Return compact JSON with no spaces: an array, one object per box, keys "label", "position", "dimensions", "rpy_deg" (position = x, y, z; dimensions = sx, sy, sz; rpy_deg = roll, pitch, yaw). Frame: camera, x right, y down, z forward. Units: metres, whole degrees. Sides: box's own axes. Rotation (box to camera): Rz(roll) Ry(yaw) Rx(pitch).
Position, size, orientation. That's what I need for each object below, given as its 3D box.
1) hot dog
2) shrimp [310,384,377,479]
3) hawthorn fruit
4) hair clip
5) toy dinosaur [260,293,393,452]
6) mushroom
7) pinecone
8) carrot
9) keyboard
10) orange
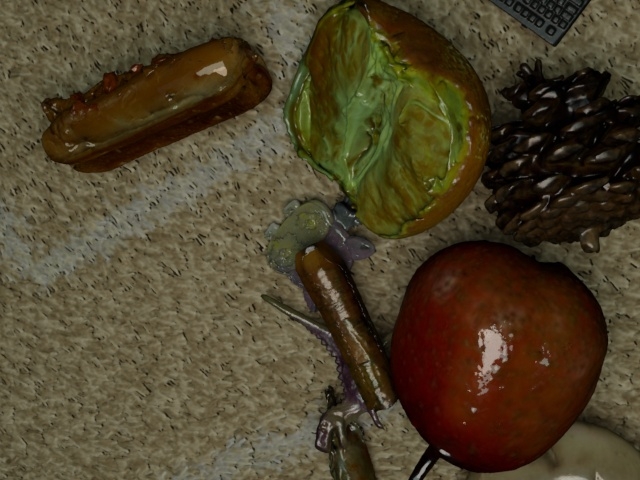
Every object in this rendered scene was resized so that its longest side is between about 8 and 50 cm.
[{"label":"hot dog","position":[-0.240,-0.203,1.226],"dimensions":[0.348,0.158,0.117],"rpy_deg":[-21,79,15]},{"label":"shrimp","position":[0.011,0.373,1.354],"dimensions":[0.169,0.058,0.296],"rpy_deg":[-14,102,13]},{"label":"hawthorn fruit","position":[0.209,0.179,1.150],"dimensions":[0.284,0.285,0.369],"rpy_deg":[32,93,1]},{"label":"hair clip","position":[-0.002,0.001,1.279],"dimensions":[0.146,0.056,0.187],"rpy_deg":[44,107,5]},{"label":"toy dinosaur","position":[0.040,0.178,1.279],"dimensions":[0.199,0.072,0.251],"rpy_deg":[-15,93,-5]},{"label":"mushroom","position":[0.337,0.415,1.171],"dimensions":[0.314,0.336,0.314],"rpy_deg":[0,94,4]},{"label":"pinecone","position":[0.331,-0.111,1.120],"dimensions":[0.243,0.243,0.257],"rpy_deg":[1,97,8]},{"label":"carrot","position":[0.041,0.125,1.224],"dimensions":[0.070,0.070,0.260],"rpy_deg":[-25,88,12]},{"label":"keyboard","position":[0.282,-0.350,1.172],"dimensions":[0.381,0.041,0.103],"rpy_deg":[36,104,0]},{"label":"orange","position":[0.091,-0.165,1.142],"dimensions":[0.334,0.196,0.262],"rpy_deg":[43,120,25]}]
